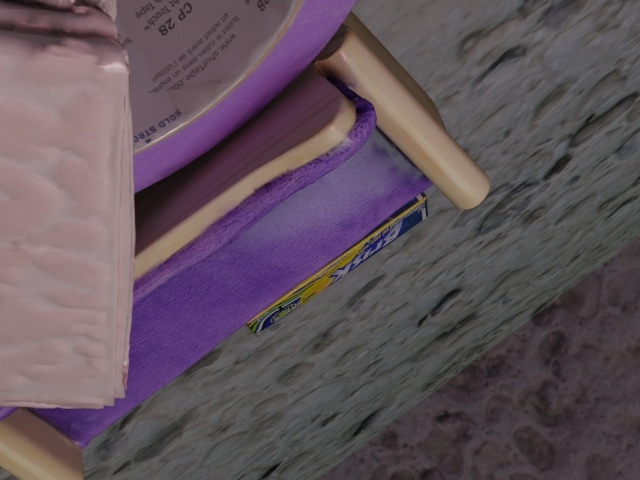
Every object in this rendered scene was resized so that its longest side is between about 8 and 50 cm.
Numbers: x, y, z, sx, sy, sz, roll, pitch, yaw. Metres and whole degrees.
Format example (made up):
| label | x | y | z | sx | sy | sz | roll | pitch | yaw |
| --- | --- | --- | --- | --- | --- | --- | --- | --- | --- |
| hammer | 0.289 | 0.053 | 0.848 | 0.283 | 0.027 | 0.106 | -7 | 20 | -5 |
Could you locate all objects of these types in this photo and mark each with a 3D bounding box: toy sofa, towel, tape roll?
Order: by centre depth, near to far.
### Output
| label | x | y | z | sx | sy | sz | roll | pitch | yaw |
| --- | --- | --- | --- | --- | --- | --- | --- | --- | --- |
| towel | -0.238 | -0.014 | 0.529 | 0.332 | 0.053 | 0.317 | 6 | 151 | -7 |
| tape roll | -0.106 | -0.119 | 0.619 | 0.275 | 0.090 | 0.275 | -31 | 162 | -11 |
| toy sofa | -0.084 | 0.018 | 0.832 | 0.362 | 0.177 | 0.150 | -37 | 126 | 15 |

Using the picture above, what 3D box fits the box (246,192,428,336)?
| label | x | y | z | sx | sy | sz | roll | pitch | yaw |
| --- | --- | --- | --- | --- | --- | --- | --- | --- | --- |
| box | 0.000 | 0.000 | 1.044 | 0.169 | 0.059 | 0.054 | -35 | 165 | -4 |
